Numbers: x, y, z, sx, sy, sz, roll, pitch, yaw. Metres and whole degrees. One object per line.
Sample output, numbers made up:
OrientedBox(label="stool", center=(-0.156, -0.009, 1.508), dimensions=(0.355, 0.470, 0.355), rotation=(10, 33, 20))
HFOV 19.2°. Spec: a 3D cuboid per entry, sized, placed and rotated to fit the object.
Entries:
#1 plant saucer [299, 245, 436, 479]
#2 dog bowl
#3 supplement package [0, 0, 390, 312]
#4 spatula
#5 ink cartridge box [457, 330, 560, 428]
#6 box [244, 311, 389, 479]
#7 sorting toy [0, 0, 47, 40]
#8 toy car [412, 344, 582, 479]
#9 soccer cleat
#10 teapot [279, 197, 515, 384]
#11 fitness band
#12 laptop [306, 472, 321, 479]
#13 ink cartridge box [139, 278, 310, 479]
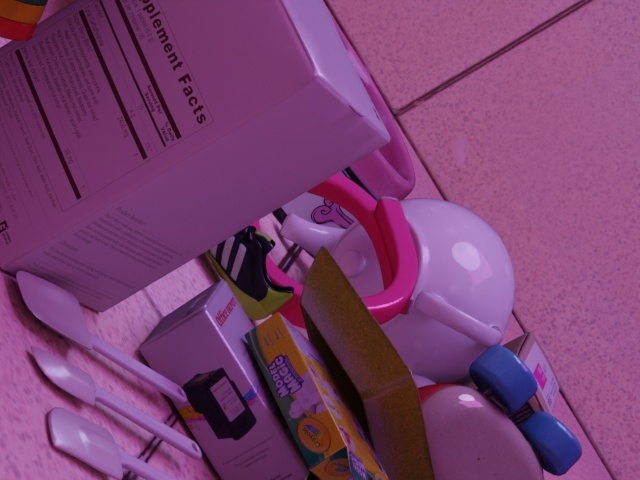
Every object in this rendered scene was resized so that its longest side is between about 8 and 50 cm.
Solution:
OrientedBox(label="plant saucer", center=(0.037, 0.129, 1.765), dimensions=(0.188, 0.045, 0.188), rotation=(56, -14, 40))
OrientedBox(label="dog bowl", center=(-0.019, -0.177, 2.509), dimensions=(0.408, 0.150, 0.408), rotation=(55, 12, -18))
OrientedBox(label="supplement package", center=(-0.126, -0.100, 1.527), dimensions=(0.175, 0.293, 0.177), rotation=(65, 12, 22))
OrientedBox(label="spatula", center=(-0.153, 0.129, 1.499), dimensions=(0.242, 0.019, 0.168), rotation=(37, 23, -51))
OrientedBox(label="ink cartridge box", center=(0.187, 0.207, 2.321), dimensions=(0.088, 0.193, 0.234), rotation=(61, 13, 0))
OrientedBox(label="box", center=(0.003, 0.158, 1.655), dimensions=(0.105, 0.043, 0.179), rotation=(47, 10, -52))
OrientedBox(label="sorting toy", center=(-0.294, -0.243, 1.445), dimensions=(0.257, 0.089, 0.255), rotation=(26, 14, -3))
OrientedBox(label="toy car", center=(0.125, 0.230, 2.131), dimensions=(0.210, 0.219, 0.238), rotation=(54, -15, -27))
OrientedBox(label="soccer cleat", center=(-0.092, -0.002, 1.964), dimensions=(0.179, 0.072, 0.060), rotation=(58, 12, -6))
OrientedBox(label="teapot", center=(0.097, 0.054, 2.259), dimensions=(0.187, 0.256, 0.252), rotation=(25, 49, -45))
OrientedBox(label="fitness band", center=(0.000, 0.000, 2.107), dimensions=(0.209, 0.054, 0.291), rotation=(11, 34, -17))
OrientedBox(label="laptop", center=(0.161, 0.354, 1.720), dimensions=(0.382, 0.236, 0.408), rotation=(-64, 136, -77))
OrientedBox(label="ink cartridge box", center=(-0.078, 0.135, 1.690), dimensions=(0.175, 0.072, 0.127), rotation=(58, 11, -6))
